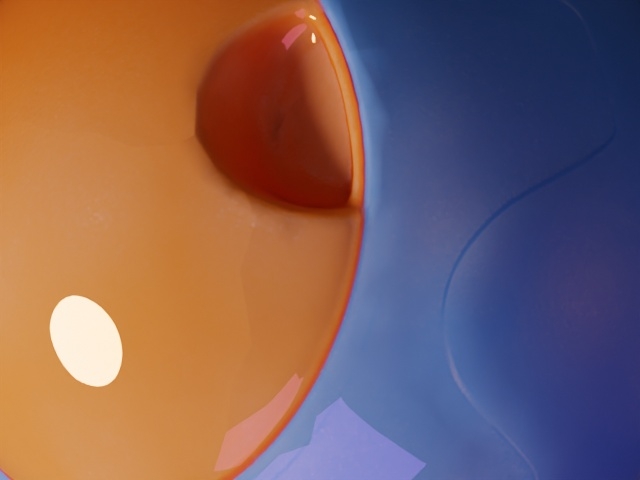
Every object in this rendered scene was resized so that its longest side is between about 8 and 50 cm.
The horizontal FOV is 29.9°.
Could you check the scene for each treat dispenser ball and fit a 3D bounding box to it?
[{"bbox_3d":[0.000,0.000,0.446,0.288,0.288,0.288,-2,153,-1],"label":"treat dispenser ball"}]
